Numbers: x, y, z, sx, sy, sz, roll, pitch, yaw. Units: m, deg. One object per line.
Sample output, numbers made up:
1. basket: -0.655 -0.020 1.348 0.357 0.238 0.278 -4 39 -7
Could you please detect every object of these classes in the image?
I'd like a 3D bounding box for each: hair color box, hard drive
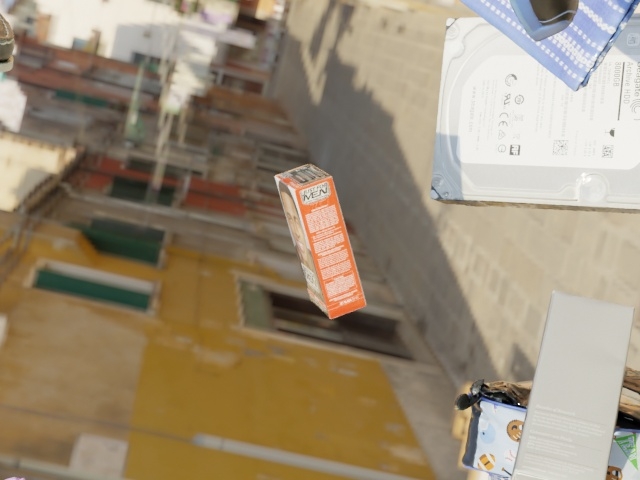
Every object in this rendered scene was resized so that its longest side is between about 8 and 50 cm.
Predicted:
1. hair color box: 0.000 0.000 1.250 0.072 0.043 0.141 -144 36 -67
2. hard drive: 0.305 -0.154 1.506 0.064 0.338 0.237 12 -96 -63

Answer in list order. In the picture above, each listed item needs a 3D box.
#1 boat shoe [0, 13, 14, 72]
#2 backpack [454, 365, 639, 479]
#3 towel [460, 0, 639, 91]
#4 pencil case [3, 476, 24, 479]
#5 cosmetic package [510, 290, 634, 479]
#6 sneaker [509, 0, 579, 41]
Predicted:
1. boat shoe: -0.448 -0.300 1.426 0.109 0.305 0.091 -10 -45 -54
2. backpack: 0.340 0.268 1.585 0.263 0.276 0.213 1 95 39
3. towel: 0.220 -0.330 1.096 0.040 0.243 0.336 -19 -36 -48
4. pencil case: -0.275 0.315 1.382 0.088 0.206 0.086 -53 45 11
5. cosmetic package: 0.280 0.189 1.395 0.127 0.107 0.238 86 -163 -54
6. sneaker: 0.137 -0.200 0.733 0.232 0.090 0.081 46 -152 -61
